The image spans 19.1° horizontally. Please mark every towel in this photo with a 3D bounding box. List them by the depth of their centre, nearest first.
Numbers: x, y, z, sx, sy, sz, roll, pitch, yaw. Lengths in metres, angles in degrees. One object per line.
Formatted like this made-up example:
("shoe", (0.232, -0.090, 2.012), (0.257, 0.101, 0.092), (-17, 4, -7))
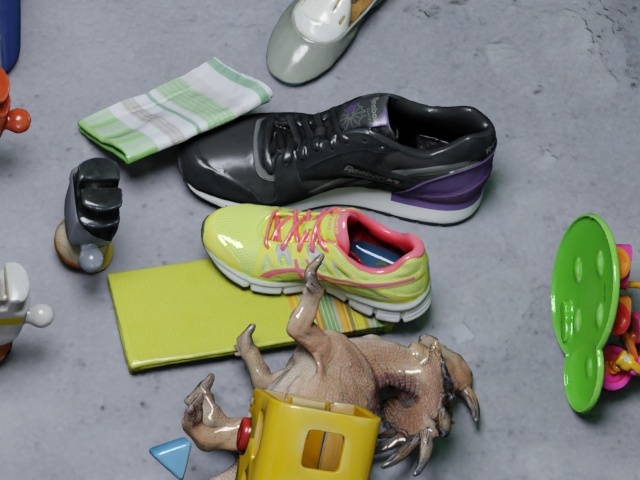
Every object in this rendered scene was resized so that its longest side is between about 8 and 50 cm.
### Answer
("towel", (-0.060, 0.054, 1.655), (0.237, 0.021, 0.102), (-9, 56, -13))
("towel", (-0.132, -0.119, 1.713), (0.152, 0.023, 0.113), (-26, 29, -23))

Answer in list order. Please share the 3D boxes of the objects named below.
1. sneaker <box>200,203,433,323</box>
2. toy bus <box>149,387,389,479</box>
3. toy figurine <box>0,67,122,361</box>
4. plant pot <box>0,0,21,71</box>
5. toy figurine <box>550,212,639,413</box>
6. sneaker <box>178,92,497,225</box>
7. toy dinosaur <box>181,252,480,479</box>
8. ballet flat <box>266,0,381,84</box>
("sneaker", (0.000, 0.000, 1.629), (0.208, 0.094, 0.081), (12, 56, 4))
("toy bus", (-0.019, 0.211, 1.437), (0.191, 0.104, 0.202), (-36, 100, -8))
("toy figurine", (-0.287, -0.014, 1.590), (0.209, 0.148, 0.213), (37, 58, 3))
("plant pot", (-0.370, -0.271, 1.689), (0.236, 0.236, 0.212), (-1, 65, -9))
("toy figurine", (0.299, 0.068, 1.657), (0.159, 0.130, 0.173), (5, 79, -17))
("sneaker", (0.016, -0.093, 1.693), (0.283, 0.124, 0.107), (2, 58, -7))
("toy dinosaur", (0.004, 0.153, 1.547), (0.200, 0.127, 0.296), (42, 70, -3))
("ballet flat", (0.019, -0.236, 1.816), (0.072, 0.068, 0.213), (34, 60, 12))
